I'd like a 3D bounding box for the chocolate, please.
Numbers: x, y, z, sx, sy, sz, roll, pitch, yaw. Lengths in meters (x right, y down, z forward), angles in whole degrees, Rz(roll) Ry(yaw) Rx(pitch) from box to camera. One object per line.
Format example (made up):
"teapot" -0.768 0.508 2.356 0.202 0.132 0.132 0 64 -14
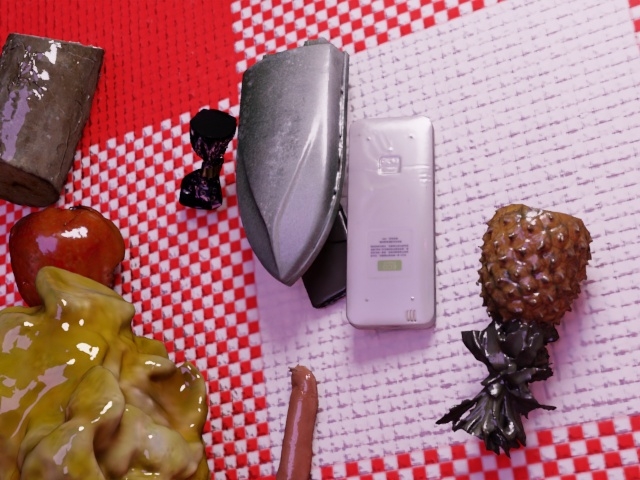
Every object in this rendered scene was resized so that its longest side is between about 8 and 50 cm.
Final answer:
"chocolate" -0.140 -0.094 1.196 0.070 0.147 0.072 -15 56 -23

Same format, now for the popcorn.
"popcorn" -0.273 0.212 1.071 0.334 0.292 0.293 34 97 36

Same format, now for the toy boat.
"toy boat" -0.033 -0.094 1.136 0.141 0.092 0.319 -13 61 29

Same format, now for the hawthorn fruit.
"hawthorn fruit" -0.330 0.037 1.237 0.148 0.148 0.171 -1 83 27

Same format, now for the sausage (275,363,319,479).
"sausage" -0.026 0.219 1.083 0.042 0.036 0.157 7 77 -6

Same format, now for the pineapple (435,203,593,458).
"pineapple" 0.200 0.093 0.965 0.125 0.125 0.251 15 89 30

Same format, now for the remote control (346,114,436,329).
"remote control" 0.081 -0.023 1.090 0.103 0.034 0.250 -3 73 12

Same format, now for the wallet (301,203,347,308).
"wallet" 0.000 0.000 1.145 0.082 0.018 0.156 -29 63 16

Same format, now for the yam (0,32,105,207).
"yam" -0.396 -0.184 1.334 0.154 0.154 0.254 7 76 29
